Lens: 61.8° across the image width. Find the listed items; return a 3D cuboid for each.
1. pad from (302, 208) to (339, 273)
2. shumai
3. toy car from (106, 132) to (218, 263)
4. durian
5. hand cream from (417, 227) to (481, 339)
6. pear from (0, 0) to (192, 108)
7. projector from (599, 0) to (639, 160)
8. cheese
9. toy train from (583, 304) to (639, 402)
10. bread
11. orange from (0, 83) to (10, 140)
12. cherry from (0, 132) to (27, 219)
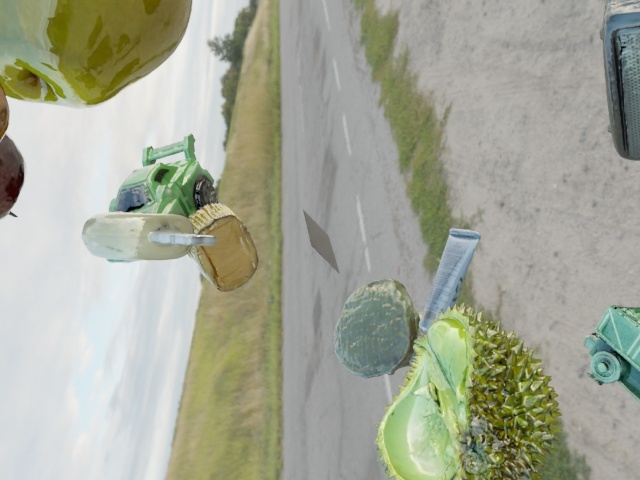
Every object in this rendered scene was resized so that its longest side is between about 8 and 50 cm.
[{"bbox_3d":[0.000,0.000,1.641,0.003,0.143,0.211,-36,31,14],"label":"pad"},{"bbox_3d":[0.230,0.286,1.668,0.330,0.288,0.292,-37,65,33],"label":"shumai"},{"bbox_3d":[-0.386,-0.095,1.262,0.358,0.213,0.176,-72,-34,-55],"label":"toy car"},{"bbox_3d":[0.181,0.209,0.642,0.200,0.177,0.237,127,167,-65],"label":"durian"},{"bbox_3d":[0.266,0.096,1.130,0.088,0.055,0.256,12,82,60],"label":"hand cream"},{"bbox_3d":[-0.387,-0.414,0.850,0.362,0.362,0.418,127,157,-71],"label":"pear"},{"bbox_3d":[0.703,-0.421,1.051,0.405,0.242,0.395,47,-123,-46],"label":"projector"},{"bbox_3d":[-0.229,-0.006,0.790,0.163,0.249,0.070,-2,-86,-65],"label":"cheese"},{"bbox_3d":[0.611,0.239,0.976,0.154,0.115,0.269,-66,29,22],"label":"toy train"},{"bbox_3d":[-0.218,0.012,1.161,0.114,0.132,0.190,35,151,48],"label":"bread"},{"bbox_3d":[-0.287,-0.105,0.417,0.083,0.084,0.083,-172,90,-81],"label":"orange"},{"bbox_3d":[-0.643,-0.138,0.925,0.203,0.300,0.230,-49,34,-13],"label":"cherry"}]
